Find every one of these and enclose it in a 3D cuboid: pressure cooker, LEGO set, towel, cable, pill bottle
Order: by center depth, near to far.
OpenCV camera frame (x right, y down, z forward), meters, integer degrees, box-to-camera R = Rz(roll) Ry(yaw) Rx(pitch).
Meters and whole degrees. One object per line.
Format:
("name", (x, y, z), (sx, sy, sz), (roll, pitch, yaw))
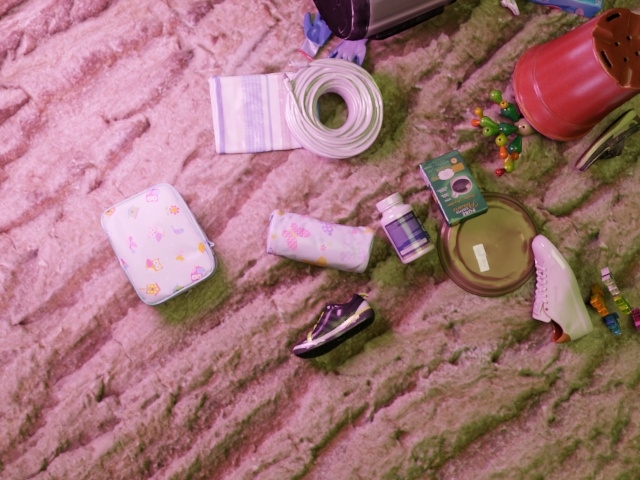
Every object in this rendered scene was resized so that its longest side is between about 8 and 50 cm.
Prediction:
("pressure cooker", (0.187, -0.713, 1.651), (0.420, 0.375, 0.370), (-25, 85, -9))
("cable", (0.031, -0.332, 1.741), (0.257, 0.089, 0.257), (-8, 91, -16))
("pill bottle", (0.211, -0.034, 1.743), (0.094, 0.094, 0.169), (-29, 88, -5))
("LEGO set", (0.747, 0.154, 1.761), (0.087, 0.093, 0.227), (-29, 118, 29))
("towel", (-0.142, -0.335, 1.779), (0.284, 0.034, 0.209), (-4, 87, -3))

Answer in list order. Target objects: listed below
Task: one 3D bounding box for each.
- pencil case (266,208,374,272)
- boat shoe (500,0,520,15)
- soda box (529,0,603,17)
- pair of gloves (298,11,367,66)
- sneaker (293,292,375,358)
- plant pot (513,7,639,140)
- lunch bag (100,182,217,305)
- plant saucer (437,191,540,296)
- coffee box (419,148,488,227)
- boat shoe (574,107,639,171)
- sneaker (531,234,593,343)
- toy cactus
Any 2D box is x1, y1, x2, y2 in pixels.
("pencil case", (0.000, 0.000, 1.721), (0.273, 0.113, 0.124), (11, 75, -2))
("boat shoe", (0.500, -0.643, 1.838), (0.035, 0.035, 0.100), (-28, 91, 23))
("soda box", (0.643, -0.661, 1.824), (0.210, 0.071, 0.067), (15, 86, -2))
("pair of gloves", (0.035, -0.526, 1.809), (0.198, 0.023, 0.159), (29, 83, -1))
("sneaker", (0.027, 0.213, 1.737), (0.234, 0.084, 0.097), (-29, 64, -6))
("plant pot", (0.664, -0.416, 1.679), (0.272, 0.265, 0.273), (4, 78, -17))
("lunch bag", (-0.389, 0.012, 1.702), (0.224, 0.108, 0.279), (-29, 89, -10))
("plant saucer", (0.443, 0.008, 1.780), (0.277, 0.041, 0.278), (0, 87, -3))
("coffee box", (0.340, -0.133, 1.761), (0.113, 0.040, 0.184), (-23, 70, -4))
("boat shoe", (0.763, -0.252, 1.796), (0.223, 0.080, 0.073), (-44, 84, -10))
("sneaker", (0.581, 0.132, 1.732), (0.123, 0.106, 0.290), (-26, 98, 0))
("toy cactus", (0.493, -0.283, 1.788), (0.180, 0.112, 0.219), (-12, 84, -23))
